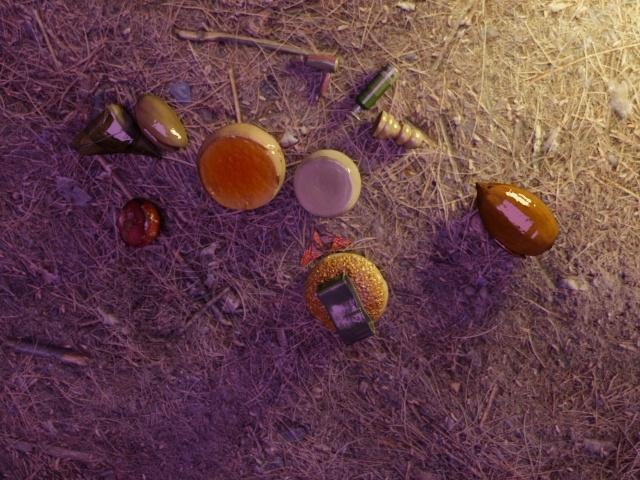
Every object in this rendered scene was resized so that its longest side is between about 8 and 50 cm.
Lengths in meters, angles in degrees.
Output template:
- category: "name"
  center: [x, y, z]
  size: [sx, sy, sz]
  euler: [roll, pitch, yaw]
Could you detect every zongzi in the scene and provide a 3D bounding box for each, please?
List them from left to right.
- category: "zongzi"
  center: [-0.694, -0.315, 1.873]
  size: [0.220, 0.112, 0.242]
  euler: [-35, 107, 12]

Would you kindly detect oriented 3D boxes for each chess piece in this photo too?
- category: "chess piece"
  center: [0.262, -0.363, 1.840]
  size: [0.170, 0.094, 0.094]
  euler: [20, 103, -11]

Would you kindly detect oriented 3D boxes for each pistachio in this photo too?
- category: "pistachio"
  center: [-0.537, -0.392, 1.839]
  size: [0.135, 0.136, 0.226]
  euler: [-38, 97, 10]

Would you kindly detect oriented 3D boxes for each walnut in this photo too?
- category: "walnut"
  center: [0.640, -0.086, 1.829]
  size: [0.336, 0.209, 0.209]
  euler: [42, 101, -8]

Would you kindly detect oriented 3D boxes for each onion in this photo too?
- category: "onion"
  center: [-0.620, -0.056, 1.919]
  size: [0.183, 0.147, 0.184]
  euler: [-10, 74, 37]

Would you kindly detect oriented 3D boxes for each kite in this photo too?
- category: "kite"
  center: [0.000, 0.000, 1.967]
  size: [0.222, 0.008, 0.125]
  euler: [-23, 101, 7]

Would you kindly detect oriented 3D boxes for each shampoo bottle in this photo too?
- category: "shampoo bottle"
  center: [0.176, -0.490, 1.819]
  size: [0.065, 0.065, 0.204]
  euler: [43, 101, -7]

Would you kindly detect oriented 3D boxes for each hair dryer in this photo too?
- category: "hair dryer"
  center: [0.004, -0.538, 1.825]
  size: [0.106, 0.054, 0.154]
  euler: [7, 107, 5]

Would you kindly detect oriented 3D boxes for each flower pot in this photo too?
- category: "flower pot"
  center: [0.084, 0.226, 1.794]
  size: [0.108, 0.103, 0.229]
  euler: [-25, 99, 12]

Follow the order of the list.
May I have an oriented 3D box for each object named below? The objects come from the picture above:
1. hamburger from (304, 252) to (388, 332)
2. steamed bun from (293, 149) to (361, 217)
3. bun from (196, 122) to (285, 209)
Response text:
- category: "hamburger"
  center: [0.092, 0.179, 1.921]
  size: [0.301, 0.170, 0.303]
  euler: [0, 103, 2]
- category: "steamed bun"
  center: [0.028, -0.195, 1.851]
  size: [0.231, 0.145, 0.232]
  euler: [5, 110, 14]
- category: "bun"
  center: [-0.258, -0.256, 1.839]
  size: [0.298, 0.165, 0.299]
  euler: [1, 120, 1]
